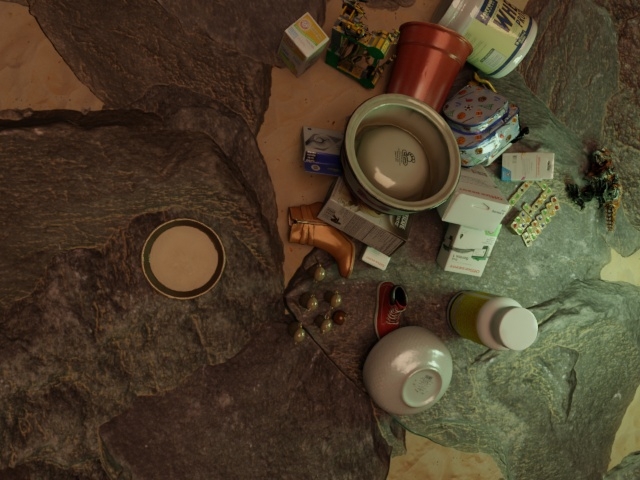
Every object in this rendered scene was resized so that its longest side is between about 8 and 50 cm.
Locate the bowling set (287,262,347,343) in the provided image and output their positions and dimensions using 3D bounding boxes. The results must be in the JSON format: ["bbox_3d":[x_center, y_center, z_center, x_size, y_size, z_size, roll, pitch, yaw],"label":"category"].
[{"bbox_3d":[0.020,0.236,1.702,0.199,0.154,0.287,17,87,-12],"label":"bowling set"}]

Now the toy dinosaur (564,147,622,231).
[{"bbox_3d":[1.137,-0.204,1.952,0.218,0.164,0.322,-13,72,-28],"label":"toy dinosaur"}]

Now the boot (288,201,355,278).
[{"bbox_3d":[0.000,0.000,1.701,0.220,0.109,0.284,-2,80,-18],"label":"boot"}]

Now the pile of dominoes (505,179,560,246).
[{"bbox_3d":[0.844,-0.123,1.936,0.196,0.040,0.251,43,82,-9],"label":"pile of dominoes"}]

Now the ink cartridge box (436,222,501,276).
[{"bbox_3d":[0.546,0.012,1.808,0.160,0.093,0.220,10,110,-11],"label":"ink cartridge box"}]

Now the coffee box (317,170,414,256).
[{"bbox_3d":[0.160,-0.096,1.682,0.297,0.119,0.168,28,51,-8],"label":"coffee box"}]

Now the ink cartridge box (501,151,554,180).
[{"bbox_3d":[0.790,-0.280,1.864,0.181,0.061,0.104,3,91,25],"label":"ink cartridge box"}]

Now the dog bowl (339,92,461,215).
[{"bbox_3d":[0.246,-0.265,1.605,0.407,0.150,0.408,5,72,-16],"label":"dog bowl"}]

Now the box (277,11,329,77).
[{"bbox_3d":[-0.062,-0.655,1.649,0.103,0.203,0.114,-43,99,-9],"label":"box"}]

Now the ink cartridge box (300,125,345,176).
[{"bbox_3d":[0.047,-0.307,1.687,0.223,0.224,0.045,5,134,-13],"label":"ink cartridge box"}]

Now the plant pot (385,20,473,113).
[{"bbox_3d":[0.360,-0.581,1.728,0.272,0.272,0.265,19,95,-12],"label":"plant pot"}]

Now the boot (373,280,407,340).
[{"bbox_3d":[0.259,0.274,1.744,0.088,0.176,0.244,-3,93,-14],"label":"boot"}]

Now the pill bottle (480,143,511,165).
[{"bbox_3d":[0.664,-0.378,1.860,0.180,0.108,0.108,-40,98,-9],"label":"pill bottle"}]

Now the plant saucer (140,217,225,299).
[{"bbox_3d":[-0.462,0.062,1.654,0.277,0.041,0.278,0,90,-13],"label":"plant saucer"}]

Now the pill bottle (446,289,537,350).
[{"bbox_3d":[0.605,0.285,1.738,0.187,0.334,0.188,0,91,-12],"label":"pill bottle"}]

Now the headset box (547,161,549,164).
[{"bbox_3d":[0.853,-0.309,1.925,0.083,0.062,0.032,1,91,-13],"label":"headset box"}]

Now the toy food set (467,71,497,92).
[{"bbox_3d":[0.622,-0.529,1.847,0.071,0.128,0.218,-42,103,7],"label":"toy food set"}]

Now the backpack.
[{"bbox_3d":[0.539,-0.398,1.726,0.263,0.276,0.213,-47,134,-4],"label":"backpack"}]

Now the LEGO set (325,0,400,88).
[{"bbox_3d":[0.153,-0.693,1.659,0.254,0.331,0.192,28,83,9],"label":"LEGO set"}]

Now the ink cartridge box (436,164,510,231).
[{"bbox_3d":[0.505,-0.173,1.730,0.211,0.289,0.122,11,124,-12],"label":"ink cartridge box"}]

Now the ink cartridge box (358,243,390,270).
[{"bbox_3d":[0.212,0.029,1.791,0.099,0.056,0.135,26,85,-11],"label":"ink cartridge box"}]

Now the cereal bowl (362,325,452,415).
[{"bbox_3d":[0.327,0.483,1.731,0.338,0.141,0.339,-6,110,-16],"label":"cereal bowl"}]

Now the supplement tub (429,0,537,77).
[{"bbox_3d":[0.583,-0.768,1.772,0.324,0.235,0.236,26,85,-12],"label":"supplement tub"}]
